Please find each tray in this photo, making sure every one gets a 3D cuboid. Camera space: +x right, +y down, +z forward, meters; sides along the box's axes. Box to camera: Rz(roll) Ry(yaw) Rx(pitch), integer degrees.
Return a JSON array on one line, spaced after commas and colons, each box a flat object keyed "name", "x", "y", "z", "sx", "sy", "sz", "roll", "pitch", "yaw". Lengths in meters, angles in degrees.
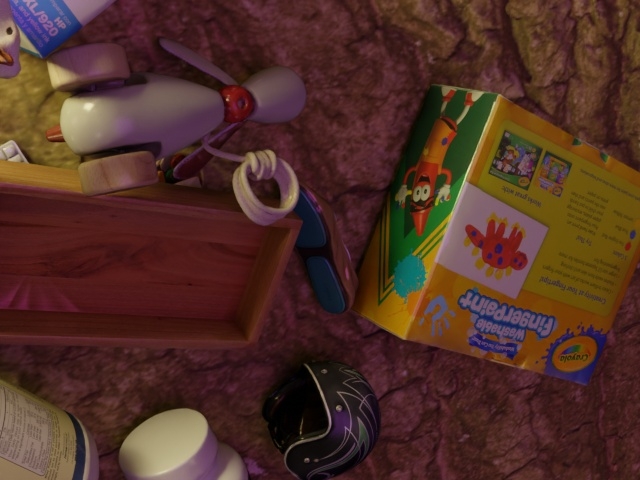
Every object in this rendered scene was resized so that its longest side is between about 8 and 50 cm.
[{"name": "tray", "x": -0.240, "y": 0.027, "z": 1.015, "sx": 0.411, "sy": 0.076, "sz": 0.202, "roll": 7, "pitch": 115, "yaw": -34}]

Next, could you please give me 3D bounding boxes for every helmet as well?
[{"name": "helmet", "x": 0.010, "y": 0.261, "z": 1.225, "sx": 0.161, "sy": 0.169, "sz": 0.169, "roll": -42, "pitch": 125, "yaw": 4}]

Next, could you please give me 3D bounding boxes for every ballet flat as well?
[{"name": "ballet flat", "x": 0.000, "y": 0.000, "z": 1.197, "sx": 0.073, "sy": 0.080, "sz": 0.232, "roll": -52, "pitch": 134, "yaw": -43}]

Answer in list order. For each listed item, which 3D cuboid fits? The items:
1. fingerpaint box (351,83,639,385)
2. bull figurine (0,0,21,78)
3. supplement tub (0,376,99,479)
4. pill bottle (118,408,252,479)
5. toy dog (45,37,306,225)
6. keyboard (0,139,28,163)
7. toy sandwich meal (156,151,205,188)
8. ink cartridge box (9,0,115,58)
[{"name": "fingerpaint box", "x": 0.307, "y": 0.005, "z": 1.331, "sx": 0.445, "sy": 0.163, "sz": 0.370, "roll": 17, "pitch": 95, "yaw": -36}, {"name": "bull figurine", "x": -0.410, "y": -0.136, "z": 0.705, "sx": 0.310, "sy": 0.101, "sz": 0.188, "roll": -41, "pitch": 120, "yaw": 3}, {"name": "supplement tub", "x": -0.427, "y": 0.234, "z": 0.875, "sx": 0.235, "sy": 0.235, "sz": 0.325, "roll": -53, "pitch": 129, "yaw": -7}, {"name": "pill bottle", "x": -0.163, "y": 0.385, "z": 1.147, "sx": 0.169, "sy": 0.169, "sz": 0.301, "roll": -31, "pitch": 121, "yaw": -21}, {"name": "toy dog", "x": -0.183, "y": -0.141, "z": 0.976, "sx": 0.334, "sy": 0.161, "sz": 0.220, "roll": 11, "pitch": 82, "yaw": -44}, {"name": "keyboard", "x": -0.437, "y": -0.017, "z": 0.927, "sx": 0.256, "sy": 0.014, "sz": 0.072, "roll": -36, "pitch": 122, "yaw": -19}, {"name": "toy sandwich meal", "x": -0.180, "y": -0.072, "z": 1.067, "sx": 0.086, "sy": 0.029, "sz": 0.085, "roll": -11, "pitch": 112, "yaw": -30}, {"name": "ink cartridge box", "x": -0.264, "y": -0.328, "z": 0.838, "sx": 0.233, "sy": 0.171, "sz": 0.168, "roll": -43, "pitch": 124, "yaw": -13}]
